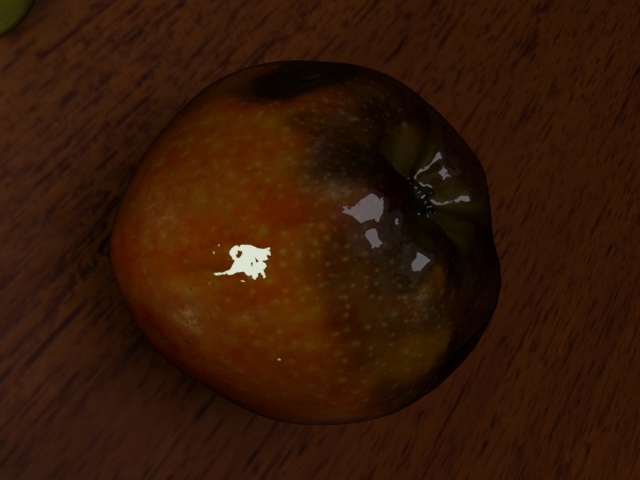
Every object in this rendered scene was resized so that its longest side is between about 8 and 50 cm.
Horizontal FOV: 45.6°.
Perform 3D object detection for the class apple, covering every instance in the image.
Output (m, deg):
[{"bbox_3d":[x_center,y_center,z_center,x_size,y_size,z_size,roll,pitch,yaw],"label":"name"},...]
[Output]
[{"bbox_3d":[0.000,0.000,0.461,0.230,0.230,0.229,7,79,-39],"label":"apple"}]

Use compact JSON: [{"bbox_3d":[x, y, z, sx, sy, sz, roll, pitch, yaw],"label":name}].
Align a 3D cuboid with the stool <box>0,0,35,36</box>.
[{"bbox_3d":[-0.187,-0.173,0.399,0.134,0.110,0.135,33,65,-32],"label":"stool"}]
